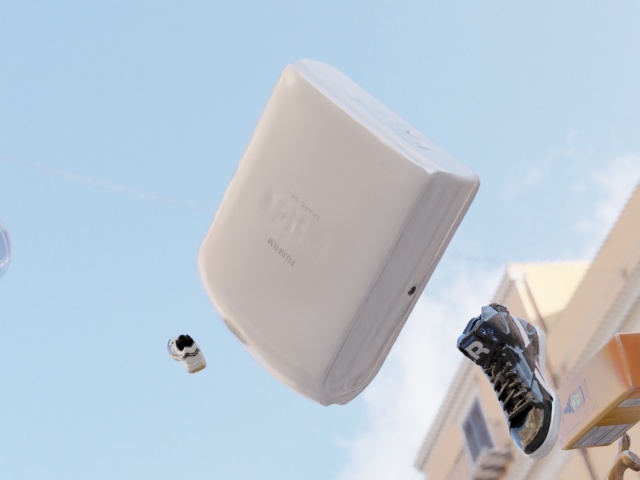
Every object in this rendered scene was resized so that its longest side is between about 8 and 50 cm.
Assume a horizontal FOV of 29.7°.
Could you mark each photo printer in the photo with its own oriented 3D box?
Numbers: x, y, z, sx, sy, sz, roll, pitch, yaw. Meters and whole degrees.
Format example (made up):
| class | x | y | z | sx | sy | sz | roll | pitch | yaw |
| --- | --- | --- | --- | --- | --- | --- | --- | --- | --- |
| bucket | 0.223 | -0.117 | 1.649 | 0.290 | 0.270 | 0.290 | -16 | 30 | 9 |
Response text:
| class | x | y | z | sx | sy | sz | roll | pitch | yaw |
| --- | --- | --- | --- | --- | --- | --- | --- | --- | --- |
| photo printer | 0.000 | 0.000 | 1.270 | 0.107 | 0.256 | 0.308 | 3 | -58 | -48 |

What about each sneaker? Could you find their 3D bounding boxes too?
| class | x | y | z | sx | sy | sz | roll | pitch | yaw |
| --- | --- | --- | --- | --- | --- | --- | --- | --- | --- |
| sneaker | 0.223 | 0.169 | 1.502 | 0.121 | 0.217 | 0.079 | 29 | -57 | -20 |
| sneaker | -0.152 | 0.118 | 1.354 | 0.032 | 0.083 | 0.037 | -26 | -66 | -21 |

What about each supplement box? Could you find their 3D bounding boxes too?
| class | x | y | z | sx | sy | sz | roll | pitch | yaw |
| --- | --- | --- | --- | --- | --- | --- | --- | --- | --- |
| supplement box | 0.374 | 0.196 | 1.552 | 0.080 | 0.078 | 0.233 | -2 | -27 | -16 |

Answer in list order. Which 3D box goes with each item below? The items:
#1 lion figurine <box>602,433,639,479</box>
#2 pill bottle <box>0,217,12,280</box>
| class | x | y | z | sx | sy | sz | roll | pitch | yaw |
| --- | --- | --- | --- | --- | --- | --- | --- | --- | --- |
| lion figurine | 0.485 | 0.484 | 1.708 | 0.142 | 0.392 | 0.240 | 10 | -57 | -41 |
| pill bottle | -0.367 | 0.022 | 1.166 | 0.108 | 0.193 | 0.108 | -1 | -82 | -4 |
